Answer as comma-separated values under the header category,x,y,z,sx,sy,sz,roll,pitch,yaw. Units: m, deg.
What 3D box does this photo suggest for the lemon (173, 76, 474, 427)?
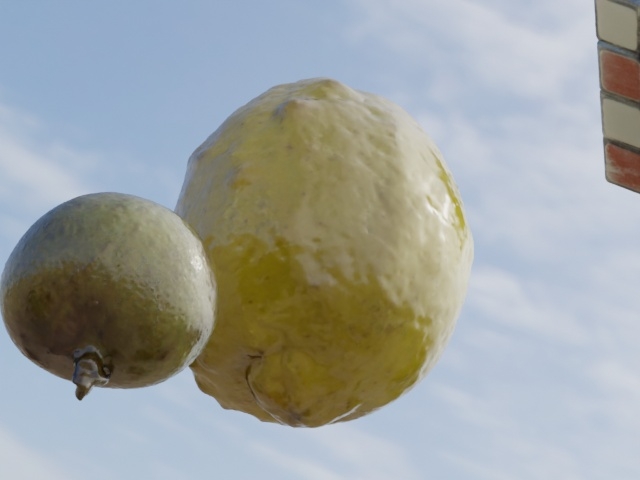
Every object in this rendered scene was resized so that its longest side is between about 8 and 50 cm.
category,x,y,z,sx,sy,sz,roll,pitch,yaw
lemon,0.001,0.006,1.719,0.285,0.316,0.285,30,-26,16

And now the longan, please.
category,x,y,z,sx,sy,sz,roll,pitch,yaw
longan,-0.154,0.046,1.424,0.154,0.176,0.145,-21,-59,34

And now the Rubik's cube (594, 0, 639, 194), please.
category,x,y,z,sx,sy,sz,roll,pitch,yaw
Rubik's cube,0.463,-0.184,2.086,0.259,0.256,0.253,26,-40,35
